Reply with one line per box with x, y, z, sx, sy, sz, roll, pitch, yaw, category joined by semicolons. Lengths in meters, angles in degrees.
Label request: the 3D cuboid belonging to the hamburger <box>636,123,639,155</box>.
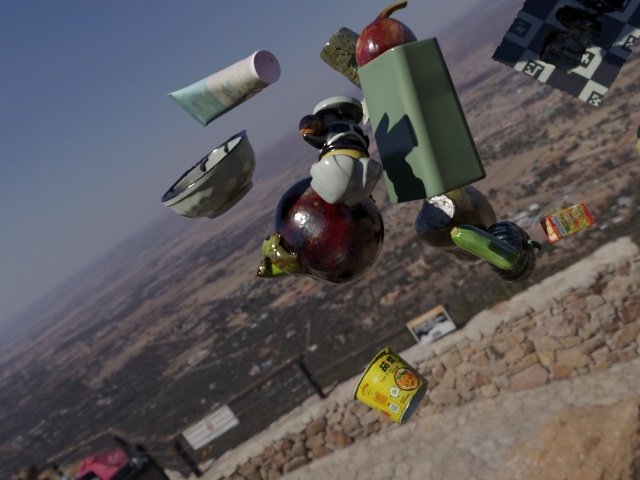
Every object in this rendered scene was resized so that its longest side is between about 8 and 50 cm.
1.077;-0.344;1.930;0.134;0.285;0.265;-95;16;-45;hamburger

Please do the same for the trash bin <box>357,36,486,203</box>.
0.230;-0.276;1.538;0.158;0.343;0.223;-18;4;-22;trash bin

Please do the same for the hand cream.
-0.208;-0.314;1.368;0.312;0.111;0.070;-15;45;48;hand cream

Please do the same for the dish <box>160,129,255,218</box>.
-0.260;-0.145;1.643;0.303;0.120;0.303;-34;18;13;dish

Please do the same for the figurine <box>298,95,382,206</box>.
0.042;-0.195;1.443;0.176;0.236;0.133;3;-28;-23;figurine

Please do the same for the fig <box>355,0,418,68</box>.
0.174;-0.545;1.774;0.175;0.207;0.175;-11;-5;-1;fig

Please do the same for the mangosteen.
0.000;0.000;1.712;0.359;0.306;0.306;-52;12;-5;mangosteen

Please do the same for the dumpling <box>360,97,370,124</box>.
0.118;-0.332;1.696;0.043;0.077;0.059;-16;-32;-24;dumpling

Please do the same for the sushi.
0.653;-0.531;1.661;0.373;0.296;0.100;-59;-16;-5;sushi

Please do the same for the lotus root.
0.425;-0.063;2.052;0.250;0.250;0.346;-30;-20;19;lotus root

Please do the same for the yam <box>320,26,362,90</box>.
0.130;-0.569;2.082;0.154;0.254;0.154;-56;10;15;yam

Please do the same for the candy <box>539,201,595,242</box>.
0.607;-0.045;1.602;0.122;0.062;0.038;-21;-10;-18;candy

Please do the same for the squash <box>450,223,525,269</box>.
0.447;0.018;1.737;0.068;0.219;0.077;-63;4;4;squash

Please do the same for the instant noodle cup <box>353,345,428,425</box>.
0.198;0.398;1.759;0.182;0.144;0.182;-42;-29;-30;instant noodle cup

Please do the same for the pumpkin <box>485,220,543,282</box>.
0.556;0.032;1.917;0.150;0.194;0.194;-54;4;18;pumpkin
